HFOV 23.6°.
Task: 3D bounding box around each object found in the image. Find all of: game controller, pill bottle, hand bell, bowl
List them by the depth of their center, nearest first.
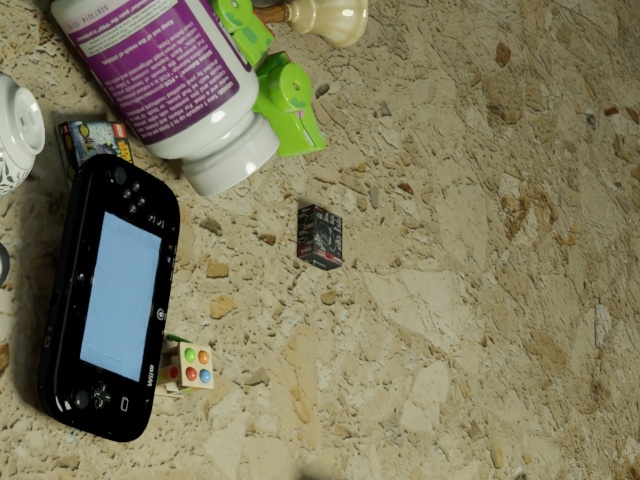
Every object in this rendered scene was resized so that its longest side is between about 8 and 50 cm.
[{"bbox_3d":[-0.349,-0.121,1.651,0.170,0.080,0.170,-11,90,-78],"label":"bowl"},{"bbox_3d":[-0.236,0.065,1.747,0.166,0.067,0.319,24,65,-41],"label":"game controller"},{"bbox_3d":[-0.181,-0.208,1.877,0.301,0.169,0.169,56,40,-17],"label":"pill bottle"},{"bbox_3d":[-0.062,-0.318,2.152,0.242,0.126,0.126,-16,87,-39],"label":"hand bell"}]

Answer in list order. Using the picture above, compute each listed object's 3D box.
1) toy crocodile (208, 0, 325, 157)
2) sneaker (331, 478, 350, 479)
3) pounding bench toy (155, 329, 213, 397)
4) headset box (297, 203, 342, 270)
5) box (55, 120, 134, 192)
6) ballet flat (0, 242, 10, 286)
[{"bbox_3d":[-0.100,-0.253,2.035,0.340,0.115,0.105,54,44,-21],"label":"toy crocodile"},{"bbox_3d":[0.068,0.384,1.988,0.228,0.092,0.087,39,46,-36],"label":"sneaker"},{"bbox_3d":[-0.166,0.139,1.827,0.052,0.065,0.083,14,64,-47],"label":"pounding bench toy"},{"bbox_3d":[0.000,0.000,2.120,0.062,0.032,0.083,24,58,-43],"label":"headset box"},{"bbox_3d":[-0.261,-0.076,1.835,0.094,0.027,0.137,-6,79,-52],"label":"box"},{"bbox_3d":[-0.383,0.039,1.601,0.203,0.074,0.074,-25,95,-53],"label":"ballet flat"}]
